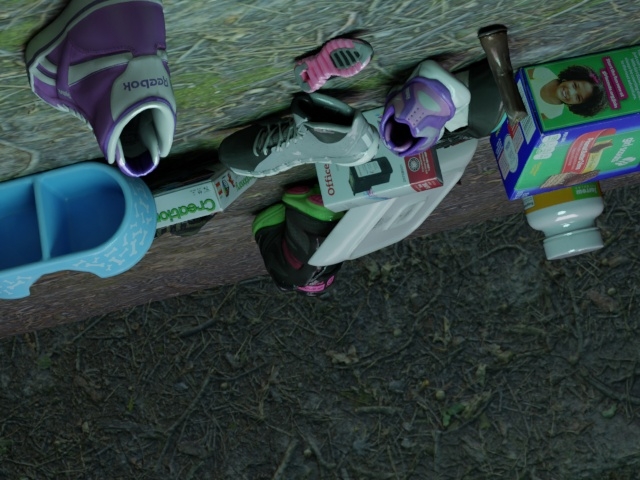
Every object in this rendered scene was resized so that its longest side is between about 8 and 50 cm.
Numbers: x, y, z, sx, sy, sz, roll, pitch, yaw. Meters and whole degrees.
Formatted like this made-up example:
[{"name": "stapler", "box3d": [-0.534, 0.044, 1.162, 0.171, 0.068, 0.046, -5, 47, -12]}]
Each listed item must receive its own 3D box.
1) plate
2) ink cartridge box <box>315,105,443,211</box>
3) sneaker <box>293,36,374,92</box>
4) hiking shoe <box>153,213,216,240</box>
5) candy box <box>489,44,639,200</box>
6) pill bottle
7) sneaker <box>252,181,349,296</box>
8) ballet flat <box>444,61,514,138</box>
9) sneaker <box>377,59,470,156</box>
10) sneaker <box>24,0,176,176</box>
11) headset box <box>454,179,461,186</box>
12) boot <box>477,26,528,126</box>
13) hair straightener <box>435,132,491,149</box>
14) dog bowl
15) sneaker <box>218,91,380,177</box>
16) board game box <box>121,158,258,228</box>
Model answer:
[{"name": "plate", "box3d": [0.138, -0.060, 2.373, 0.278, 0.045, 0.277, -20, 157, -47]}, {"name": "ink cartridge box", "box3d": [0.081, -0.124, 2.002, 0.175, 0.128, 0.072, -14, 172, 12]}, {"name": "sneaker", "box3d": [0.023, -0.209, 1.569, 0.057, 0.047, 0.119, -27, -171, -42]}, {"name": "hiking shoe", "box3d": [-0.258, -0.053, 2.276, 0.114, 0.086, 0.227, -34, 168, 35]}, {"name": "candy box", "box3d": [0.438, -0.185, 2.036, 0.317, 0.122, 0.268, -14, 163, -7]}, {"name": "pill bottle", "box3d": [0.415, -0.097, 2.360, 0.136, 0.246, 0.136, -13, 174, -1]}, {"name": "sneaker", "box3d": [0.000, 0.000, 2.600, 0.185, 0.202, 0.483, -12, 174, -14]}, {"name": "ballet flat", "box3d": [0.204, -0.186, 1.892, 0.096, 0.095, 0.280, 0, 173, -1]}, {"name": "sneaker", "box3d": [0.116, -0.154, 1.812, 0.104, 0.095, 0.236, -52, 180, -16]}, {"name": "sneaker", "box3d": [-0.208, -0.128, 1.281, 0.102, 0.161, 0.282, -12, 175, -21]}, {"name": "headset box", "box3d": [0.235, -0.132, 2.535, 0.032, 0.062, 0.083, -14, 173, 21]}, {"name": "boot", "box3d": [0.228, -0.201, 1.677, 0.037, 0.114, 0.106, -15, 173, 16]}, {"name": "hair straightener", "box3d": [0.237, -0.186, 2.198, 0.230, 0.047, 0.089, -12, 175, 38]}, {"name": "dog bowl", "box3d": [-0.383, -0.020, 1.917, 0.297, 0.166, 0.074, -13, 162, 8]}, {"name": "sneaker", "box3d": [-0.042, -0.154, 1.821, 0.228, 0.086, 0.132, -6, 155, 14]}, {"name": "board game box", "box3d": [-0.264, -0.054, 2.048, 0.305, 0.053, 0.193, -14, -168, 18]}]
